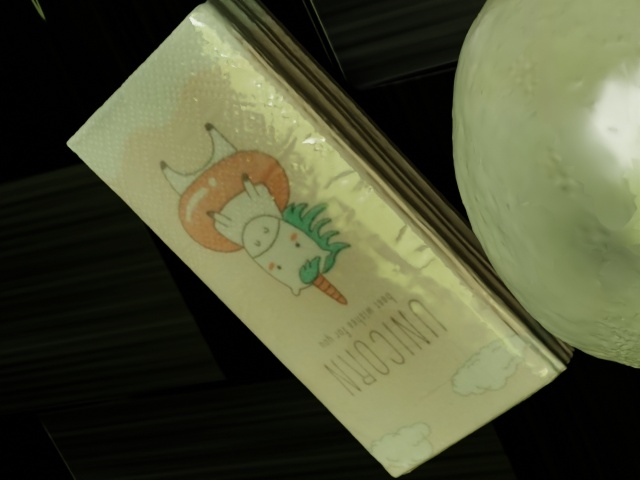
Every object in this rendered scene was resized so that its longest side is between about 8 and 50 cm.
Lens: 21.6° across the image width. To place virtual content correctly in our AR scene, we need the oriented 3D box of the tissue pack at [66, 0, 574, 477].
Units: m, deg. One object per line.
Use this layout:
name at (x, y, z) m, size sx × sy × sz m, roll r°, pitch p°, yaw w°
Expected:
tissue pack at (0.000, 0.000, 1.099) m, size 0.325 × 0.071 × 0.170 m, roll 46°, pitch 128°, yaw -6°

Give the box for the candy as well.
candy at (0.197, -0.051, 0.890) m, size 0.295 × 0.185 × 0.295 m, roll 17°, pitch 126°, yaw 25°
